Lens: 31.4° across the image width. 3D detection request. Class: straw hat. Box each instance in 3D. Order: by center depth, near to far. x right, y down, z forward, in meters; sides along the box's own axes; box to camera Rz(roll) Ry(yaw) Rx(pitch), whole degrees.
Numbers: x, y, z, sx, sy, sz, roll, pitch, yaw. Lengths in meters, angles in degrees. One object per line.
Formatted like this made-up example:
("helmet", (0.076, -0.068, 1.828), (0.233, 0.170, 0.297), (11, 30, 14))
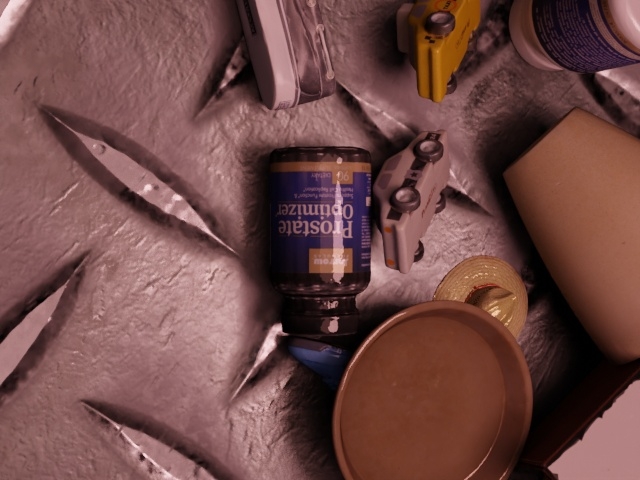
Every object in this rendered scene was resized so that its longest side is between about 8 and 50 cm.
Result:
("straw hat", (0.220, 0.091, 1.467), (0.144, 0.061, 0.144), (0, 91, -19))

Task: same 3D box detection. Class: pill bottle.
("pill bottle", (0.000, 0.000, 1.355), (0.123, 0.123, 0.219), (-1, 91, -19))
("pill bottle", (0.350, -0.286, 1.396), (0.153, 0.265, 0.153), (0, 90, -20))

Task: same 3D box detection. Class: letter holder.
("letter holder", (0.406, 0.230, 1.438), (0.302, 0.214, 0.152), (-43, 88, -9))

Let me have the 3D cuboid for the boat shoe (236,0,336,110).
("boat shoe", (-0.043, -0.309, 1.341), (0.102, 0.108, 0.301), (-15, 99, -18))

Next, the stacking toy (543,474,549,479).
("stacking toy", (0.394, 0.424, 1.509), (0.175, 0.166, 0.302), (-33, 87, -9))

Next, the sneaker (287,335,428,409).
("sneaker", (0.047, 0.181, 1.406), (0.209, 0.069, 0.082), (24, 87, -19))

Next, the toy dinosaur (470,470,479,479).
("toy dinosaur", (0.220, 0.336, 1.483), (0.183, 0.053, 0.092), (-6, 94, -43))

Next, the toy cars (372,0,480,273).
("toy cars", (0.117, -0.155, 1.393), (0.087, 0.176, 0.393), (10, 87, 19))

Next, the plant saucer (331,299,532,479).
("plant saucer", (0.134, 0.208, 1.384), (0.278, 0.041, 0.278), (-3, 97, -24))

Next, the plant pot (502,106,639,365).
("plant pot", (0.369, -0.027, 1.442), (0.256, 0.256, 0.274), (-43, 88, -13))
